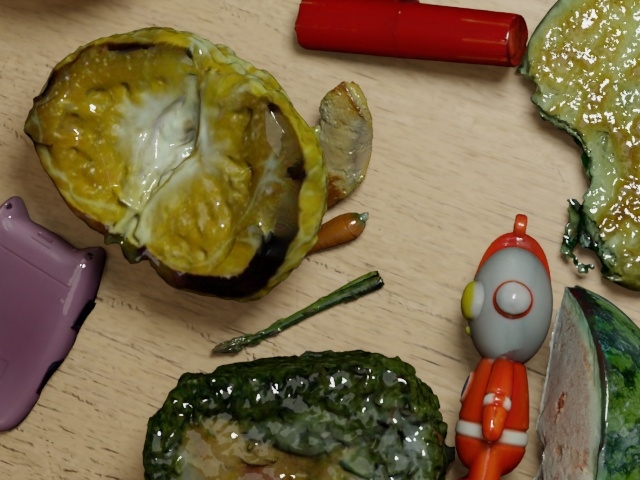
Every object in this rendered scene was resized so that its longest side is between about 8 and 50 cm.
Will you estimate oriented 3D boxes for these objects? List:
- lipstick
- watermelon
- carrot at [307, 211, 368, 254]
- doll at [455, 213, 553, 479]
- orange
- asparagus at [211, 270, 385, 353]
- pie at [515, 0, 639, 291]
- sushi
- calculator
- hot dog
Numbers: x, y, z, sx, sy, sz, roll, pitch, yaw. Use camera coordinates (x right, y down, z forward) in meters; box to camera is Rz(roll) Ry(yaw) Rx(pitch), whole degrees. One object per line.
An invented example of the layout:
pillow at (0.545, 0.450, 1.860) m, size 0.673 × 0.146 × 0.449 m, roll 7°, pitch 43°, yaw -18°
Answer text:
lipstick at (0.106, -0.249, 1.691) m, size 0.279 × 0.073 × 0.073 m, roll 10°, pitch 90°, yaw 25°
watermelon at (0.318, 0.211, 1.602) m, size 0.180 × 0.224 × 0.305 m, roll 11°, pitch 96°, yaw 28°
carrot at (0.000, 0.000, 1.755) m, size 0.142 × 0.035 × 0.035 m, roll -27°, pitch 83°, yaw 17°
doll at (0.201, 0.135, 1.628) m, size 0.105 × 0.200 × 0.337 m, roll 10°, pitch 87°, yaw 8°
orange at (-0.143, -0.107, 1.691) m, size 0.368 × 0.210 × 0.271 m, roll 35°, pitch 118°, yaw 12°
asparagus at (-0.029, 0.094, 1.762) m, size 0.232 × 0.022 × 0.023 m, roll -25°, pitch 115°, yaw 8°
pie at (0.389, -0.134, 1.657) m, size 0.296 × 0.078 × 0.371 m, roll -17°, pitch 87°, yaw 11°
sushi at (-0.020, 0.280, 1.676) m, size 0.351 × 0.178 × 0.294 m, roll -4°, pitch 90°, yaw 8°
calculator at (-0.407, 0.103, 1.828) m, size 0.194 × 0.043 × 0.294 m, roll 31°, pitch 96°, yaw 10°
hot dog at (0.031, -0.119, 1.735) m, size 0.078 × 0.061 × 0.169 m, roll 23°, pitch 119°, yaw 19°
